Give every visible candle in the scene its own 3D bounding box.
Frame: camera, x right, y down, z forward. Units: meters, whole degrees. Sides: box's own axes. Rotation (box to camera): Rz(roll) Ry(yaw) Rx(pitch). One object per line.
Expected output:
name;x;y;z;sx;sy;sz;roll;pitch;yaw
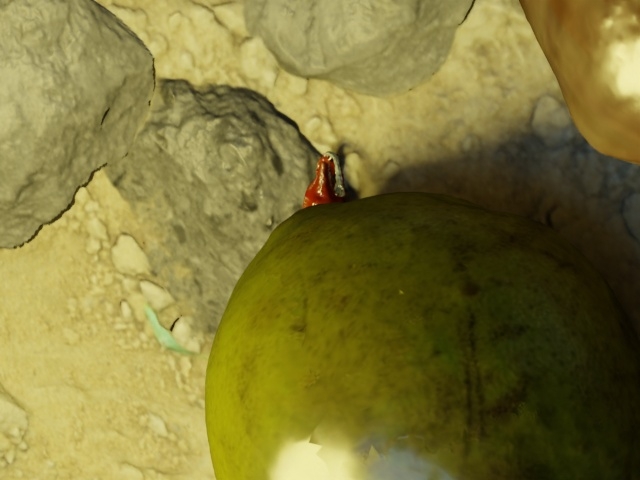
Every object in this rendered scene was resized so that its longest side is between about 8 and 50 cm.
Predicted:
candle;0.000;0.000;1.575;0.053;0.048;0.162;2;113;-3

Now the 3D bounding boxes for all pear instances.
pear;0.078;0.141;1.411;0.413;0.352;0.352;42;129;39

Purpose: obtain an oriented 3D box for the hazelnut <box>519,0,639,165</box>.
hazelnut;0.305;-0.193;1.122;0.359;0.359;0.409;-48;65;35
